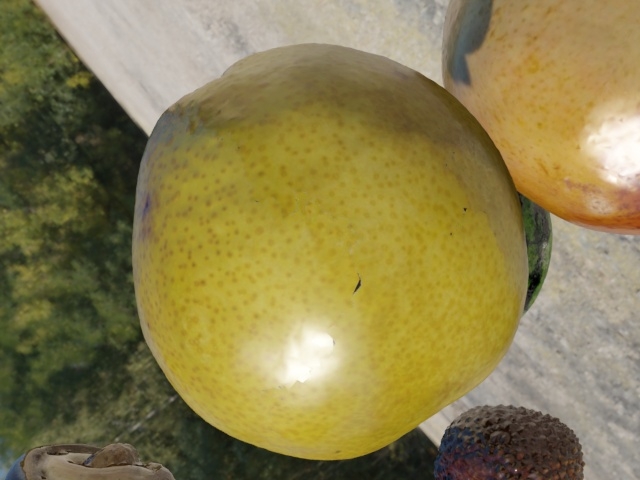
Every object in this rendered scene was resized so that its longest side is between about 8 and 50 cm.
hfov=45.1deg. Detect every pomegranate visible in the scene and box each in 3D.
[{"bbox_3d":[0.246,-0.160,0.629,0.319,0.319,0.319,49,172,10],"label":"pomegranate"}]

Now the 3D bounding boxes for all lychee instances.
[{"bbox_3d":[0.235,0.294,0.976,0.194,0.194,0.194,49,172,10],"label":"lychee"}]

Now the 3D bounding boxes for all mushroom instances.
[{"bbox_3d":[-0.335,0.383,1.128,0.253,0.153,0.253,6,-176,0],"label":"mushroom"}]

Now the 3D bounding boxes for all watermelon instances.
[{"bbox_3d":[0.194,0.022,0.880,0.063,0.244,0.119,10,-173,-43],"label":"watermelon"}]

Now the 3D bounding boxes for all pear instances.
[{"bbox_3d":[0.000,0.000,0.399,0.209,0.209,0.209,49,172,10],"label":"pear"}]
